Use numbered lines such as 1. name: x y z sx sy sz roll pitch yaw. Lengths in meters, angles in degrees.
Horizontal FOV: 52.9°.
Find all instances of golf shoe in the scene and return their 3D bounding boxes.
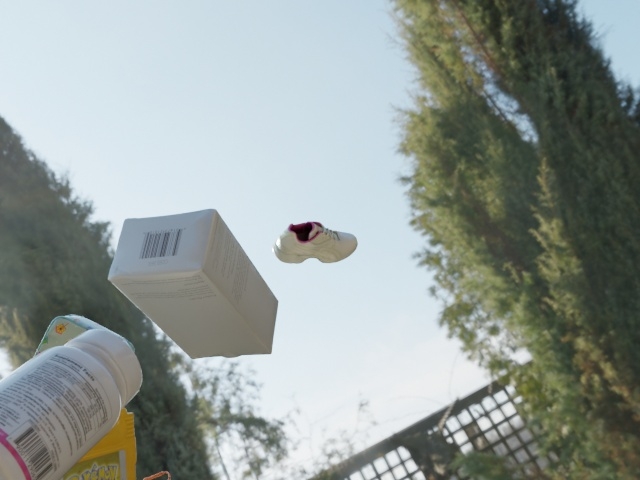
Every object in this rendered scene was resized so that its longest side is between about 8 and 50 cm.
1. golf shoe: 0.000 0.000 2.090 0.306 0.115 0.140 -5 -39 -29

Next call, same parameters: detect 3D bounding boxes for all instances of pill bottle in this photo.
1. pill bottle: -0.393 0.252 0.922 0.160 0.160 0.283 -43 1 29

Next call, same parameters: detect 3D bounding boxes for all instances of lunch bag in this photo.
1. lunch bag: -0.750 0.374 2.025 0.108 0.279 0.224 30 -95 -88

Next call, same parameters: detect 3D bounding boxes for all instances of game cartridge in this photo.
1. game cartridge: -0.507 0.542 1.400 0.053 0.323 0.285 -7 -9 24

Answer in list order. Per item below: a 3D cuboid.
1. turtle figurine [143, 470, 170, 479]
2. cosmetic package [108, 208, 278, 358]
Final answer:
1. turtle figurine: -0.424 0.746 1.631 0.269 0.217 0.087 -50 -40 3
2. cosmetic package: -0.256 0.111 1.400 0.217 0.156 0.385 -5 -34 15
